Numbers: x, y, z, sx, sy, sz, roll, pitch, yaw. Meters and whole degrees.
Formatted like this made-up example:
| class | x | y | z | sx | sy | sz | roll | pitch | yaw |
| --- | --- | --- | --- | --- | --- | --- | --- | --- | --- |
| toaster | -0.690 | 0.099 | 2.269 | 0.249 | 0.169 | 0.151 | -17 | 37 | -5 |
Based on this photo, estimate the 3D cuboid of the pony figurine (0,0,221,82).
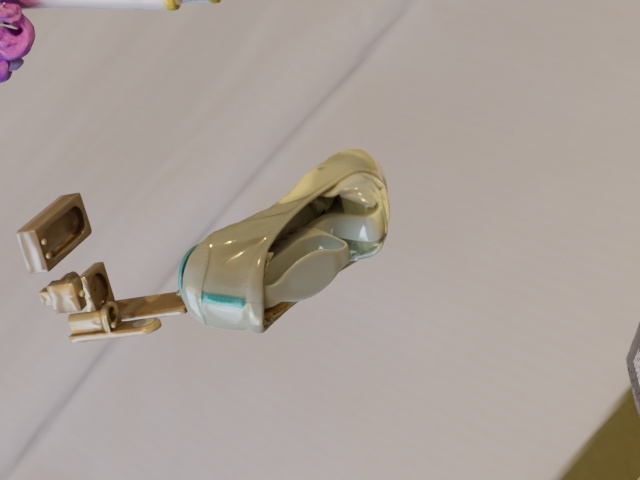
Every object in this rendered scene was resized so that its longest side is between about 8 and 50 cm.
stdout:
| class | x | y | z | sx | sy | sz | roll | pitch | yaw |
| --- | --- | --- | --- | --- | --- | --- | --- | --- | --- |
| pony figurine | -0.297 | -0.230 | 1.610 | 0.363 | 0.303 | 0.351 | -7 | 9 | 9 |

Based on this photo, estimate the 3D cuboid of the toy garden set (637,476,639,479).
| class | x | y | z | sx | sy | sz | roll | pitch | yaw |
| --- | --- | --- | --- | --- | --- | --- | --- | --- | --- |
| toy garden set | 0.270 | 0.255 | 1.193 | 0.244 | 0.203 | 0.049 | -46 | -14 | -49 |

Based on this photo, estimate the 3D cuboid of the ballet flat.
| class | x | y | z | sx | sy | sz | roll | pitch | yaw |
| --- | --- | --- | --- | --- | --- | --- | --- | --- | --- |
| ballet flat | 0.000 | 0.000 | 1.301 | 0.086 | 0.086 | 0.248 | -11 | 17 | 40 |

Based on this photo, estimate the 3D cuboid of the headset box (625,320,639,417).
| class | x | y | z | sx | sy | sz | roll | pitch | yaw |
| --- | --- | --- | --- | --- | --- | --- | --- | --- | --- |
| headset box | 0.356 | 0.034 | 1.412 | 0.246 | 0.131 | 0.283 | -83 | 9 | -70 |

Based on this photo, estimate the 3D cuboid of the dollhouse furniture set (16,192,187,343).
| class | x | y | z | sx | sy | sz | roll | pitch | yaw |
| --- | --- | --- | --- | --- | --- | --- | --- | --- | --- |
| dollhouse furniture set | -0.229 | 0.027 | 1.992 | 0.123 | 0.151 | 0.144 | -8 | 19 | 22 |
